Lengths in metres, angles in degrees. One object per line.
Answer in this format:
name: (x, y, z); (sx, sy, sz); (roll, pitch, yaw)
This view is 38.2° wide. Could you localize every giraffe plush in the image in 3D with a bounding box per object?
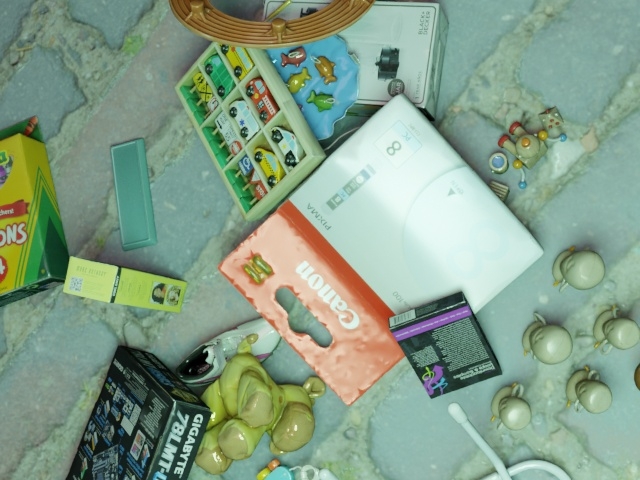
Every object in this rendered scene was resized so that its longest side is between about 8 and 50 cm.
giraffe plush: (-0.081, 0.259, 1.385); (0.181, 0.170, 0.210); (-41, 33, 30)

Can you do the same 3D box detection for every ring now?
ring: (-0.073, -0.410, 1.448); (0.336, 0.032, 0.337); (-1, 48, 2)

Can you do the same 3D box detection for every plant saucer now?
plant saucer: (-0.326, -0.081, 1.596); (0.067, 0.018, 0.192); (-12, 78, 16)

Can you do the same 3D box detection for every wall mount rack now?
wall mount rack: (0.172, 0.386, 1.287); (0.350, 0.130, 0.304); (-30, 91, 12)

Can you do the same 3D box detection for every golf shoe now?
golf shoe: (-0.143, 0.179, 1.466); (0.186, 0.086, 0.067); (-33, 72, 10)

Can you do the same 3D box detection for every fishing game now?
fishing game: (-0.028, -0.239, 1.417); (0.189, 0.041, 0.264); (-32, 77, 16)

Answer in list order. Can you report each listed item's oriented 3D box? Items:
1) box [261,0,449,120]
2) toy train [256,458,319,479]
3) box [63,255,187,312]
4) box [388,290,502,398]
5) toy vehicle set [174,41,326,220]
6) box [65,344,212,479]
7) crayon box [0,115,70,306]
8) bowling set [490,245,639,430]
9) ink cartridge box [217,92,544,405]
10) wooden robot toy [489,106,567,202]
box: (0.045, -0.288, 1.466); (0.290, 0.087, 0.169); (6, 85, 18)
toy train: (-0.048, 0.420, 1.425); (0.125, 0.046, 0.166); (7, 88, 18)
box: (-0.301, 0.072, 1.453); (0.087, 0.232, 0.058); (11, 86, 18)
box: (0.182, 0.154, 1.337); (0.116, 0.162, 0.029); (-21, 33, 14)
toy vehicle set: (-0.114, -0.184, 1.421); (0.166, 0.035, 0.267); (-42, 67, 32)
box: (-0.294, 0.340, 1.414); (0.295, 0.073, 0.293); (20, 90, 60)
crayon box: (-0.572, -0.051, 1.639); (0.202, 0.081, 0.319); (-20, 77, 15)
bowling set: (0.373, 0.169, 1.289); (0.200, 0.154, 0.287); (29, 91, 1)
ink cartridge box: (0.079, 0.025, 1.359); (0.385, 0.091, 0.308); (-43, 94, 7)
wooden robot toy: (0.294, -0.135, 1.369); (0.076, 0.079, 0.173); (41, 96, 18)
